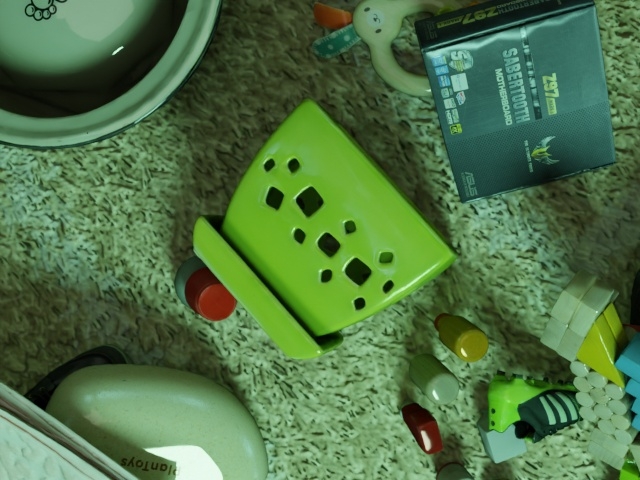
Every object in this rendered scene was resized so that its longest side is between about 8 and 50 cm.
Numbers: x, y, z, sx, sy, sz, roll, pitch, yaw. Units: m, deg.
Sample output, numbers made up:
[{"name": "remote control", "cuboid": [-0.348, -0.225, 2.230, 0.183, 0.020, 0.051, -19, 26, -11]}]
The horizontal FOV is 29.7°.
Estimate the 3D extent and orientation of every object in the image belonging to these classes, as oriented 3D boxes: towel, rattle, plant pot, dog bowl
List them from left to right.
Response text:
[{"name": "towel", "cuboid": [-0.322, 0.328, 1.333, 0.317, 0.053, 0.331, 34, 125, 5]}, {"name": "dog bowl", "cuboid": [-0.296, -0.302, 1.407, 0.408, 0.150, 0.407, 0, 89, 6]}, {"name": "plant pot", "cuboid": [0.000, 0.000, 1.326, 0.207, 0.227, 0.228, -42, 85, 6]}, {"name": "rattle", "cuboid": [0.081, -0.237, 1.368, 0.200, 0.143, 0.130, 21, 105, 2]}]

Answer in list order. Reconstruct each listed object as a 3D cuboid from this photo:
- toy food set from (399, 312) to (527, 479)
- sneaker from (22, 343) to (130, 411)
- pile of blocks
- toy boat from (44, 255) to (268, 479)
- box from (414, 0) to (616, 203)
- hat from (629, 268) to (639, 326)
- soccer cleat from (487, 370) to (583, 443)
[{"name": "toy food set", "cuboid": [0.157, 0.205, 1.384, 0.111, 0.104, 0.232, -21, 104, -7]}, {"name": "sneaker", "cuboid": [-0.322, 0.207, 1.414, 0.222, 0.118, 0.083, -40, 85, 5]}, {"name": "pile of blocks", "cuboid": [0.354, 0.173, 1.282, 0.149, 0.112, 0.362, -1, 122, 43]}, {"name": "toy boat", "cuboid": [-0.169, 0.175, 1.389, 0.268, 0.148, 0.318, 19, 94, -16]}, {"name": "box", "cuboid": [0.216, -0.157, 1.314, 0.183, 0.232, 0.059, -15, 45, 6]}, {"name": "hat", "cuboid": [0.482, 0.119, 1.280, 0.134, 0.331, 0.331, -28, 84, -33]}, {"name": "soccer cleat", "cuboid": [0.251, 0.188, 1.338, 0.179, 0.060, 0.072, 12, 86, -35]}]
